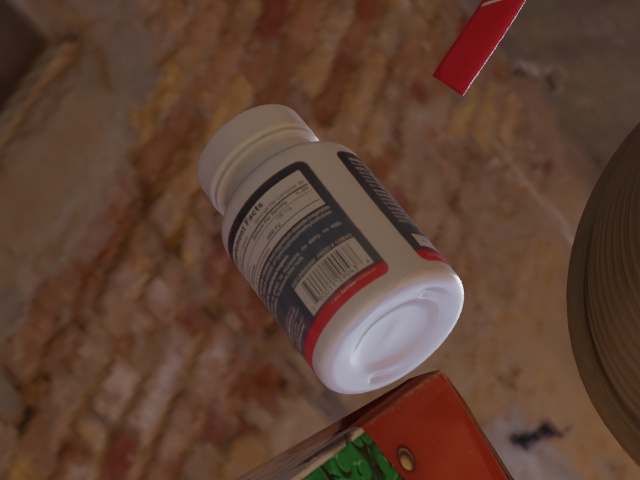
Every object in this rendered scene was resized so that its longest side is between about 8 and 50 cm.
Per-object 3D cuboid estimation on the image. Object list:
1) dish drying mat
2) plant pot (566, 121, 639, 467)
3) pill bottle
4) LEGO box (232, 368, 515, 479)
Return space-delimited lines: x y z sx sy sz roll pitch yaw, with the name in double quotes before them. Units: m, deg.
"dish drying mat" 0.112 -0.144 1.318 0.032 0.008 0.083 38 -83 34
"plant pot" 0.206 -0.001 0.771 0.237 0.110 0.237 -12 -119 22
"pill bottle" 0.000 0.000 1.190 0.108 0.108 0.180 -39 -122 3
"LEGO box" -0.174 0.276 0.569 0.500 0.193 0.372 -32 178 31
